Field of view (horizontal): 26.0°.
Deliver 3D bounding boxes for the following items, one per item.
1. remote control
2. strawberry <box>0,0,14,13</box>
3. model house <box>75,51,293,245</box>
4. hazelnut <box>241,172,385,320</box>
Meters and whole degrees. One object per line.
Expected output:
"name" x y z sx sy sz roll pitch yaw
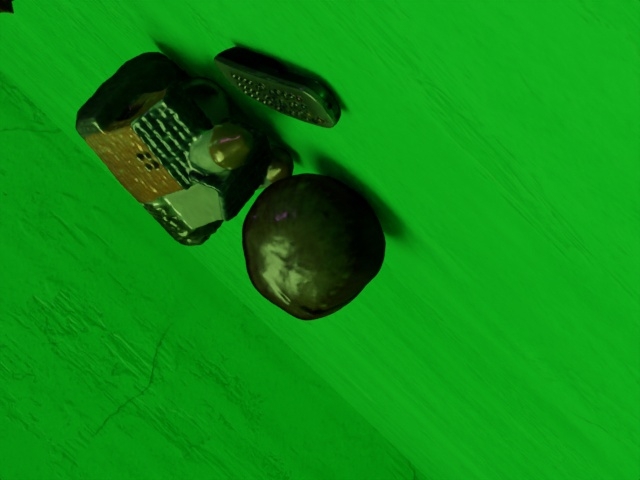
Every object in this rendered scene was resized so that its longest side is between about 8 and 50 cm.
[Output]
"remote control" -0.054 -0.185 1.659 0.222 0.042 0.072 29 163 48
"strawberry" -0.559 -0.432 1.884 0.343 0.292 0.292 52 167 -20
"model house" -0.153 -0.143 1.942 0.271 0.190 0.301 51 152 -20
"hazelnut" 0.000 0.000 1.884 0.208 0.208 0.208 41 169 9
